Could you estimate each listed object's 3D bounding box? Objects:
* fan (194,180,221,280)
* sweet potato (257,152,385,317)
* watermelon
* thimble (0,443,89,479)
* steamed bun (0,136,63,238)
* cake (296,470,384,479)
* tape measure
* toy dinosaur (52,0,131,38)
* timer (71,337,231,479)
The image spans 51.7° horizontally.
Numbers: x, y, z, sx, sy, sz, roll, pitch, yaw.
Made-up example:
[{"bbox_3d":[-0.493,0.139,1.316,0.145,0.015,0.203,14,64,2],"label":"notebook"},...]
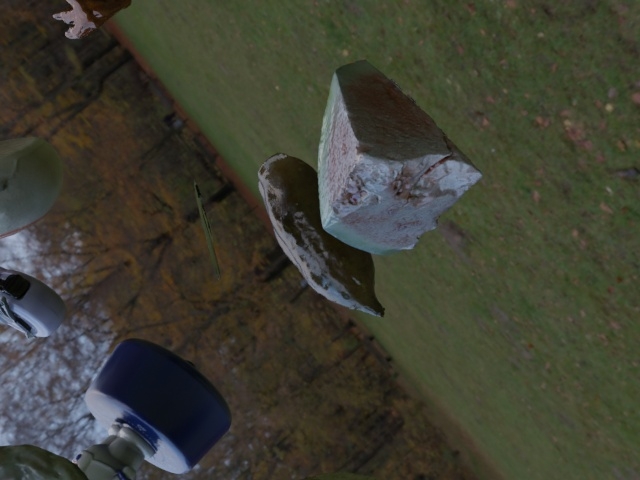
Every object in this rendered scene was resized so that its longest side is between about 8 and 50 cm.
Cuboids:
[{"bbox_3d":[-0.205,-0.023,1.203,0.310,0.010,0.182,-141,38,-81],"label":"fan"},{"bbox_3d":[0.000,0.000,1.280,0.369,0.158,0.158,60,179,21],"label":"sweet potato"},{"bbox_3d":[0.101,-0.116,1.018,0.232,0.193,0.310,-144,58,-64],"label":"watermelon"},{"bbox_3d":[-0.407,0.432,0.859,0.291,0.292,0.195,49,153,23],"label":"thimble"},{"bbox_3d":[-0.668,-0.098,1.363,0.283,0.283,0.177,-137,31,-62],"label":"steamed bun"},{"bbox_3d":[0.004,0.465,1.014,0.156,0.261,0.179,-13,79,47],"label":"cake"},{"bbox_3d":[-0.660,0.143,1.453,0.178,0.105,0.196,3,141,31],"label":"tape measure"},{"bbox_3d":[-0.192,-0.283,0.657,0.432,0.208,0.097,13,131,15],"label":"toy dinosaur"},{"bbox_3d":[-0.370,0.398,1.182,0.270,0.383,0.270,24,144,19],"label":"timer"}]
